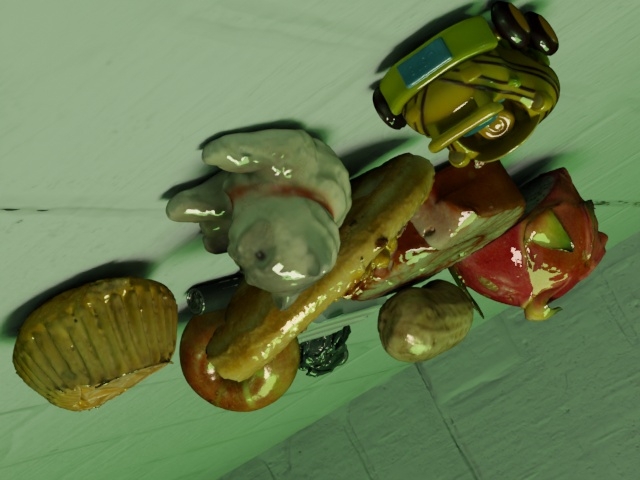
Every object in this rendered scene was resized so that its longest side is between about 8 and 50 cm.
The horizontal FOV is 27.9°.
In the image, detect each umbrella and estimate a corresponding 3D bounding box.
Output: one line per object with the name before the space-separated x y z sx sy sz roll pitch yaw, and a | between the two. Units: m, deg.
umbrella | 0.007 0.226 2.726 0.143 0.094 0.349 -35 168 4

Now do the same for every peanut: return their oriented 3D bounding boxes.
peanut | 0.181 0.129 2.180 0.253 0.137 0.122 -15 124 -52

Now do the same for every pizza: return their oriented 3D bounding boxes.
pizza | -0.004 0.032 1.737 0.409 0.114 0.278 -44 -168 -21

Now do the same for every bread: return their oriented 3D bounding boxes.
bread | -0.293 0.138 1.710 0.240 0.139 0.240 -23 169 -5
bread | 0.177 -0.015 2.100 0.327 0.114 0.295 -34 168 26

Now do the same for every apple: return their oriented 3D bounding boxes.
apple | -0.127 0.177 2.081 0.196 0.196 0.196 -26 167 -7

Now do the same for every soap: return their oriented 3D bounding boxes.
soap | 0.001 0.118 2.320 0.230 0.091 0.145 -13 164 -47

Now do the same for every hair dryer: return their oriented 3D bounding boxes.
hair dryer | -0.092 0.040 1.950 0.173 0.050 0.195 -16 159 -42

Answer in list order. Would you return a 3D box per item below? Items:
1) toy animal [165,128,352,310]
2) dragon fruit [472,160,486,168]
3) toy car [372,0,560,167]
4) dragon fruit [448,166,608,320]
toy animal | -0.055 -0.005 1.568 0.266 0.188 0.308 -28 166 -44
dragon fruit | 0.246 -0.157 1.800 0.131 0.063 0.097 -33 166 25
toy car | 0.186 -0.163 1.489 0.200 0.142 0.248 -34 164 29
dragon fruit | 0.379 0.016 2.318 0.290 0.189 0.290 -36 -168 9
